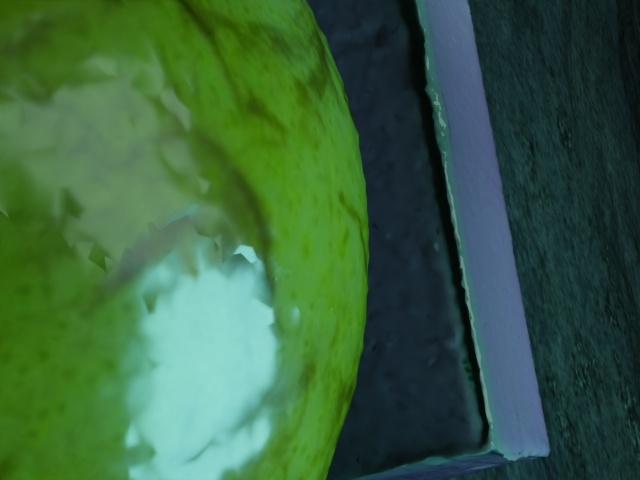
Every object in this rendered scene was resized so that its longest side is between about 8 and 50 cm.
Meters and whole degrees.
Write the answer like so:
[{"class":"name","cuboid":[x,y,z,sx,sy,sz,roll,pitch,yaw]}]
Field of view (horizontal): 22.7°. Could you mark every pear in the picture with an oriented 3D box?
[{"class":"pear","cuboid":[-0.126,-0.002,0.419,0.283,0.283,0.283,45,36,-48]}]

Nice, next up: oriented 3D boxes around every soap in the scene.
[{"class":"soap","cuboid":[0.001,0.000,0.782,0.081,0.181,0.259,19,57,-58]}]
